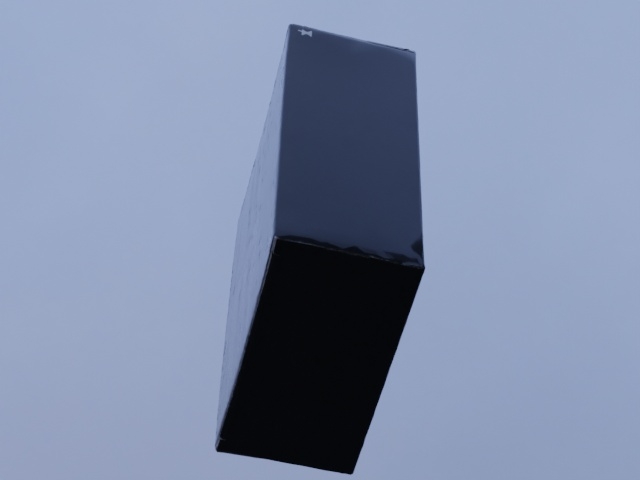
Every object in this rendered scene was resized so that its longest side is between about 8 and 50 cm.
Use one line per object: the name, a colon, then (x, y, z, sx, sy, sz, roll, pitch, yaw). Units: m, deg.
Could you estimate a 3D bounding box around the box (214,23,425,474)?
box: (0.000, 0.000, 1.183, 0.103, 0.261, 0.184, 10, -53, -5)
